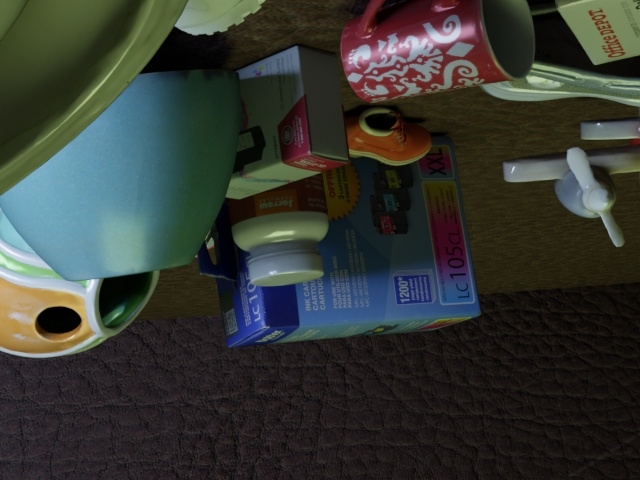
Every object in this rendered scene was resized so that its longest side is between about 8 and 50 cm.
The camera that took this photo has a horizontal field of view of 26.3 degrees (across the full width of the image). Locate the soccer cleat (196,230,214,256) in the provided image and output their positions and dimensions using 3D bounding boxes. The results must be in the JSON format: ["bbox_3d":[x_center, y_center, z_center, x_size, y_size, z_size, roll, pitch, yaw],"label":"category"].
[{"bbox_3d":[-0.153,-0.035,2.160,0.248,0.083,0.095,-6,141,15],"label":"soccer cleat"}]

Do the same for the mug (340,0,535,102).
[{"bbox_3d":[0.107,-0.214,1.367,0.169,0.150,0.113,-10,-154,35],"label":"mug"}]

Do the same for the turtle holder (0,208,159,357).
[{"bbox_3d":[-0.305,0.011,1.669,0.227,0.243,0.320,16,-160,25],"label":"turtle holder"}]

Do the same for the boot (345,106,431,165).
[{"bbox_3d":[0.095,-0.140,1.800,0.158,0.059,0.085,1,161,-34],"label":"boot"}]

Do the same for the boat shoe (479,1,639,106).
[{"bbox_3d":[0.320,-0.208,1.449,0.320,0.118,0.103,0,171,4],"label":"boat shoe"}]

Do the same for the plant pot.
[{"bbox_3d":[-0.216,-0.062,1.454,0.290,0.195,0.290,-8,-178,0],"label":"plant pot"}]

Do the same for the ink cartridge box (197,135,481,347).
[{"bbox_3d":[0.000,0.000,1.882,0.396,0.270,0.151,-3,167,-25],"label":"ink cartridge box"}]

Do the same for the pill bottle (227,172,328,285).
[{"bbox_3d":[-0.054,-0.057,1.686,0.121,0.216,0.121,-8,169,-2],"label":"pill bottle"}]

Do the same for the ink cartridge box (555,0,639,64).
[{"bbox_3d":[0.346,-0.257,1.194,0.278,0.117,0.201,-11,169,19],"label":"ink cartridge box"}]

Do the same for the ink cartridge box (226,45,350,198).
[{"bbox_3d":[-0.061,-0.129,1.545,0.175,0.127,0.072,-17,165,38],"label":"ink cartridge box"}]

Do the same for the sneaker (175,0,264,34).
[{"bbox_3d":[-0.072,-0.243,1.112,0.095,0.090,0.235,17,153,-35],"label":"sneaker"}]

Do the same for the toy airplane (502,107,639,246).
[{"bbox_3d":[0.470,-0.099,1.692,0.386,0.272,0.384,-16,167,34],"label":"toy airplane"}]

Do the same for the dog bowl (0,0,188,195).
[{"bbox_3d":[-0.282,-0.141,0.901,0.408,0.150,0.408,-38,171,-7],"label":"dog bowl"}]
